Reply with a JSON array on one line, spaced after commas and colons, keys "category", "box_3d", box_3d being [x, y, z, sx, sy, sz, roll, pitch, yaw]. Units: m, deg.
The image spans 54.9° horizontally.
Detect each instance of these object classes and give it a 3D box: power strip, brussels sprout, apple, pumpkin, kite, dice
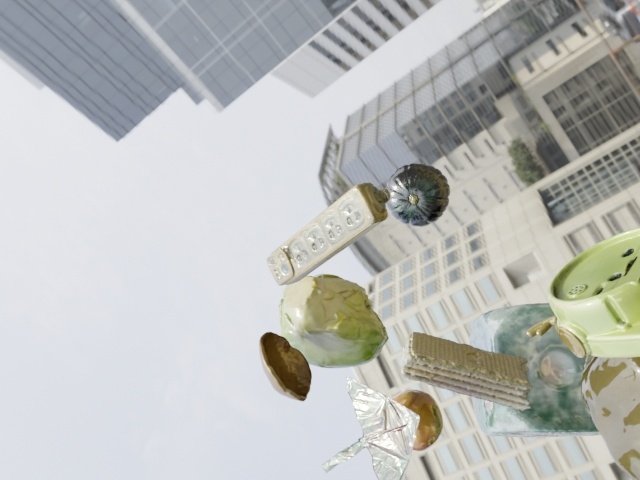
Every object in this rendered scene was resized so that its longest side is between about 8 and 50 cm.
[{"category": "power strip", "box_3d": [0.000, 0.000, 0.969, 0.044, 0.305, 0.064, -17, -104, -43]}, {"category": "brussels sprout", "box_3d": [0.034, 0.222, 1.758, 0.344, 0.344, 0.268, 40, -130, -33]}, {"category": "apple", "box_3d": [0.271, 0.529, 1.814, 0.199, 0.199, 0.199, 43, -152, -30]}, {"category": "pumpkin", "box_3d": [0.282, -0.134, 1.804, 0.194, 0.194, 0.150, 47, -161, -22]}, {"category": "kite", "box_3d": [0.080, 0.343, 1.054, 0.012, 0.250, 0.229, 9, -129, -45]}, {"category": "dice", "box_3d": [0.596, 0.363, 1.683, 0.348, 0.331, 0.327, 81, -171, -70]}]

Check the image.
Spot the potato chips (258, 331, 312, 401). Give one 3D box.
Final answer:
[{"category": "potato chips", "box_3d": [-0.096, 0.324, 1.542, 0.195, 0.062, 0.208, 33, -156, -51]}]

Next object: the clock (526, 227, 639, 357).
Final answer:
[{"category": "clock", "box_3d": [0.438, 0.071, 0.899, 0.235, 0.308, 0.096, -41, -82, -34]}]

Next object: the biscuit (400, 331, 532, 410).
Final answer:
[{"category": "biscuit", "box_3d": [0.268, 0.233, 1.129, 0.239, 0.061, 0.108, 14, -159, 5]}]

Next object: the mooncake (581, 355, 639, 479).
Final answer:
[{"category": "mooncake", "box_3d": [0.626, 0.238, 0.969, 0.200, 0.379, 0.378, 94, 173, -45]}]
